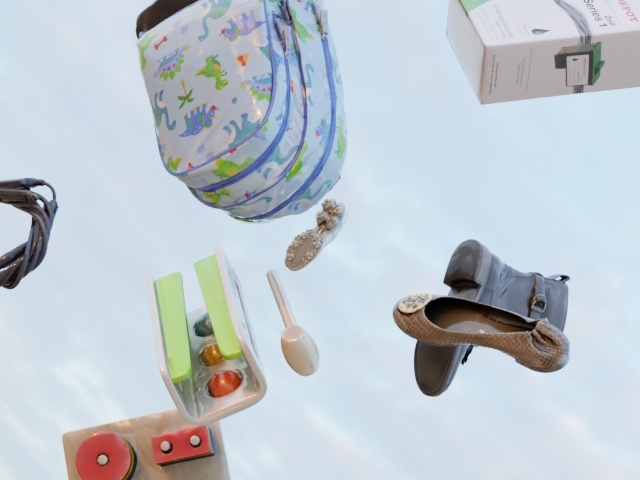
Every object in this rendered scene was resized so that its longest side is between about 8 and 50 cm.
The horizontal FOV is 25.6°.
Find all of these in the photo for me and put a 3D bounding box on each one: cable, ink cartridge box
[{"bbox_3d":[-0.415,-0.004,1.745,0.185,0.150,0.047,-5,-25,13],"label":"cable"},{"bbox_3d":[0.283,-0.257,1.745,0.160,0.219,0.092,-108,-166,-47],"label":"ink cartridge box"}]

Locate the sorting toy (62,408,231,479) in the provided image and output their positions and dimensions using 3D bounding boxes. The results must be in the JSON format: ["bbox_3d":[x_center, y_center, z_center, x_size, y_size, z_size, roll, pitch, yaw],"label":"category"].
[{"bbox_3d":[-0.269,0.402,2.220,0.089,0.256,0.257,84,-6,-77],"label":"sorting toy"}]

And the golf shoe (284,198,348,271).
[{"bbox_3d":[0.000,0.000,2.919,0.069,0.176,0.086,41,1,29],"label":"golf shoe"}]

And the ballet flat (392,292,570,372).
[{"bbox_3d":[0.195,0.102,1.745,0.250,0.084,0.058,17,-42,36],"label":"ballet flat"}]

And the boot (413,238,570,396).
[{"bbox_3d":[0.271,0.140,2.099,0.229,0.263,0.091,28,-11,-33],"label":"boot"}]

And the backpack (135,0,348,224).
[{"bbox_3d":[-0.104,-0.194,1.896,0.273,0.290,0.355,12,60,-67],"label":"backpack"}]

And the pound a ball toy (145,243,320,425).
[{"bbox_3d":[-0.118,0.134,1.981,0.319,0.208,0.135,-112,179,-59],"label":"pound a ball toy"}]
